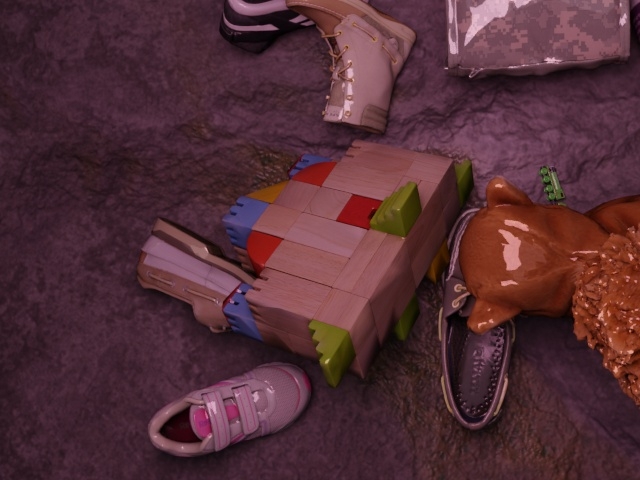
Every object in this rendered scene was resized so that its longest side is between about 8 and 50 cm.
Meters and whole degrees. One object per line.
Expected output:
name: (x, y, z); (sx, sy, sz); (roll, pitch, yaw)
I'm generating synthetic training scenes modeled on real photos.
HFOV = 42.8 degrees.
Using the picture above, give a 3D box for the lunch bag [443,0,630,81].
lunch bag: (0.279, -0.352, 1.090); (0.235, 0.169, 0.287); (-2, 82, 10)

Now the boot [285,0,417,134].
boot: (0.028, -0.245, 1.128); (0.077, 0.213, 0.165); (20, 94, 55)

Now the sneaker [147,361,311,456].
sneaker: (-0.132, 0.248, 1.153); (0.252, 0.111, 0.103); (-24, 83, 7)

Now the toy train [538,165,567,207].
toy train: (0.327, -0.066, 1.140); (0.023, 0.017, 0.083); (-15, 84, -1)

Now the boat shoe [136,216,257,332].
boat shoe: (-0.131, 0.080, 1.170); (0.302, 0.113, 0.103); (30, 93, 21)

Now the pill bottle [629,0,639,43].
pill bottle: (0.498, -0.274, 1.045); (0.169, 0.169, 0.302); (-19, 84, 8)

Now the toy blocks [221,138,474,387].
toy blocks: (0.000, 0.000, 1.051); (0.260, 0.191, 0.381); (15, 54, 28)

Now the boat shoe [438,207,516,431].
boat shoe: (0.215, 0.105, 1.110); (0.109, 0.091, 0.305); (2, 87, 10)

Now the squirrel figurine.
squirrel figurine: (0.356, 0.037, 0.929); (0.370, 0.397, 0.281); (12, 96, -4)

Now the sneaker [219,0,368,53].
sneaker: (-0.046, -0.331, 1.195); (0.216, 0.121, 0.079); (-8, 71, -24)
